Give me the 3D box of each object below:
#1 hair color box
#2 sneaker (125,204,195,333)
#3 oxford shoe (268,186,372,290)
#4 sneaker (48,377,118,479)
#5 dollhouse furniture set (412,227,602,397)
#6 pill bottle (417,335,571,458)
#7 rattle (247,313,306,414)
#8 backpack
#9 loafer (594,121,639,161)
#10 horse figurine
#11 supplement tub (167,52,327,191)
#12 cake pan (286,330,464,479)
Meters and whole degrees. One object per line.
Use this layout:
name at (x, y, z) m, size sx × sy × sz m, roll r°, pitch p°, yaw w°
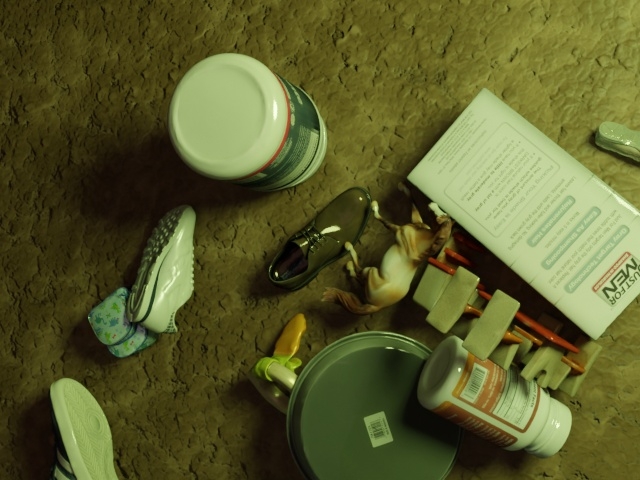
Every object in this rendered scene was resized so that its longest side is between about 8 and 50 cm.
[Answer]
hair color box at (0.339, -0.043, 1.245) m, size 0.374 × 0.113 × 0.185 m, roll 43°, pitch 101°, yaw 15°
sneaker at (-0.268, 0.050, 1.453) m, size 0.090 × 0.095 × 0.235 m, roll -1°, pitch 67°, yaw 57°
oxford shoe at (0.000, 0.000, 1.359) m, size 0.083 × 0.096 × 0.227 m, roll 44°, pitch 99°, yaw 16°
sneaker at (-0.453, 0.431, 1.467) m, size 0.148 × 0.131 × 0.350 m, roll -23°, pitch 81°, yaw 14°
dollhouse furniture set at (0.268, 0.096, 1.202) m, size 0.259 × 0.262 × 0.135 m, roll 36°, pitch 98°, yaw 47°
pill bottle at (0.265, 0.243, 1.224) m, size 0.216 × 0.121 × 0.121 m, roll 30°, pitch 98°, yaw -11°
rattle at (-0.017, 0.252, 1.390) m, size 0.200 × 0.142 × 0.130 m, roll 39°, pitch 132°, yaw 0°
backpack at (-0.360, 0.153, 1.472) m, size 0.105 × 0.084 × 0.114 m, roll -35°, pitch 82°, yaw 16°
loafer at (0.486, -0.145, 1.246) m, size 0.125 × 0.039 × 0.045 m, roll 26°, pitch 63°, yaw 14°
horse figurine at (0.108, 0.028, 1.289) m, size 0.263 × 0.066 × 0.174 m, roll -56°, pitch 42°, yaw 20°
supplement tub at (-0.107, -0.180, 1.305) m, size 0.191 × 0.272 × 0.191 m, roll -1°, pitch 88°, yaw 17°
cake pan at (0.092, 0.293, 1.287) m, size 0.293 × 0.054 × 0.293 m, roll 0°, pitch 88°, yaw -4°
